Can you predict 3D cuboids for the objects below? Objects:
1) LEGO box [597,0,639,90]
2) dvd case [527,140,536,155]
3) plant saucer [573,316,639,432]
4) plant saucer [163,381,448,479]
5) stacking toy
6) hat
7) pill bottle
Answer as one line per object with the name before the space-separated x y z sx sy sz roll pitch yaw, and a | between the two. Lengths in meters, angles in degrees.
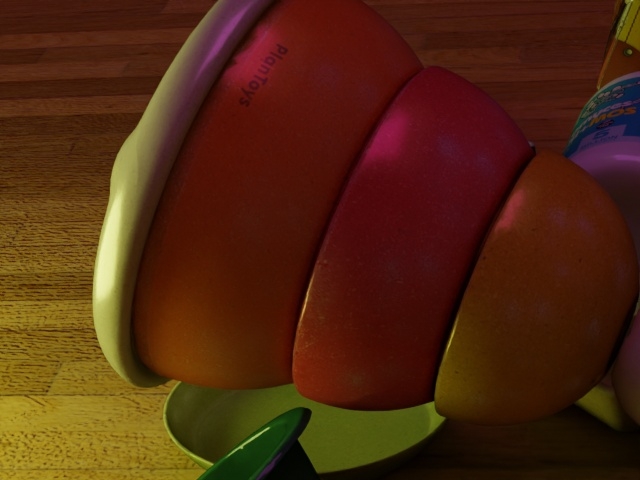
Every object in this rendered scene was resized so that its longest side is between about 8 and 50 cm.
LEGO box | 0.541 -0.232 1.892 0.500 0.193 0.372 18 39 1
dvd case | 0.090 -0.100 2.161 0.179 0.029 0.239 -20 28 -28
plant saucer | 0.280 0.054 1.721 0.333 0.081 0.333 -18 27 -26
plant saucer | -0.007 0.144 1.632 0.241 0.037 0.241 -4 25 2
stacking toy | 0.105 0.029 1.458 0.480 0.350 0.350 25 33 14
hat | -0.008 0.239 1.445 0.208 0.183 0.173 -37 9 42
pill bottle | 0.275 -0.054 1.686 0.146 0.146 0.264 2 25 16
